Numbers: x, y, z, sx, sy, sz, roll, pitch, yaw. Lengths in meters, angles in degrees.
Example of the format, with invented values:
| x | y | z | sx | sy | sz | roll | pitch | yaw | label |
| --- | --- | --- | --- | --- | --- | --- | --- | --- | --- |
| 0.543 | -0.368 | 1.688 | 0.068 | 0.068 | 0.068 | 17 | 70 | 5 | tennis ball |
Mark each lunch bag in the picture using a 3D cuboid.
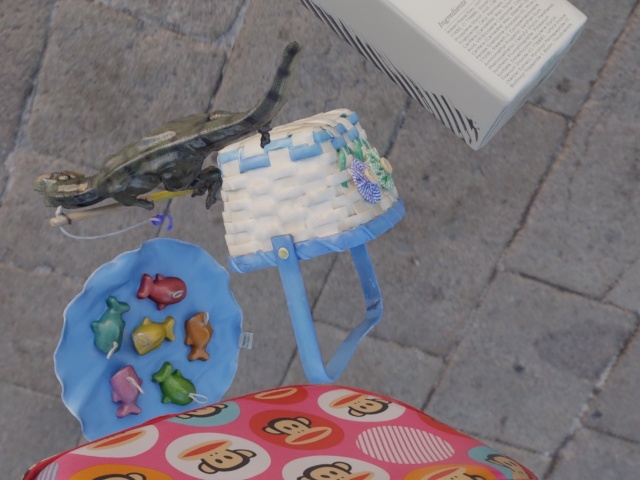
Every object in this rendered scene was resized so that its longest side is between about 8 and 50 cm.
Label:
| x | y | z | sx | sy | sz | roll | pitch | yaw | label |
| --- | --- | --- | --- | --- | --- | --- | --- | --- | --- |
| -0.034 | 0.174 | 0.568 | 0.293 | 0.258 | 0.120 | -6 | 107 | -47 | lunch bag |

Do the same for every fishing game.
| x | y | z | sx | sy | sz | roll | pitch | yaw | label |
| --- | --- | --- | --- | --- | --- | --- | --- | --- | --- |
| -0.129 | 0.091 | 0.754 | 0.189 | 0.041 | 0.264 | -12 | 102 | -44 | fishing game |

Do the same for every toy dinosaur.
| x | y | z | sx | sy | sz | roll | pitch | yaw | label |
| --- | --- | --- | --- | --- | --- | --- | --- | --- | --- |
| -0.096 | -0.071 | 0.697 | 0.268 | 0.118 | 0.064 | -24 | 80 | 26 | toy dinosaur |

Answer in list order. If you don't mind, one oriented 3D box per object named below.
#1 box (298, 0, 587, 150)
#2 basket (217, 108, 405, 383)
| x | y | z | sx | sy | sz | roll | pitch | yaw | label |
| --- | --- | --- | --- | --- | --- | --- | --- | --- | --- |
| 0.069 | -0.210 | 0.746 | 0.275 | 0.094 | 0.113 | 43 | 73 | 9 | box |
| 0.000 | 0.000 | 1.093 | 0.201 | 0.255 | 0.289 | -8 | 104 | 19 | basket |
